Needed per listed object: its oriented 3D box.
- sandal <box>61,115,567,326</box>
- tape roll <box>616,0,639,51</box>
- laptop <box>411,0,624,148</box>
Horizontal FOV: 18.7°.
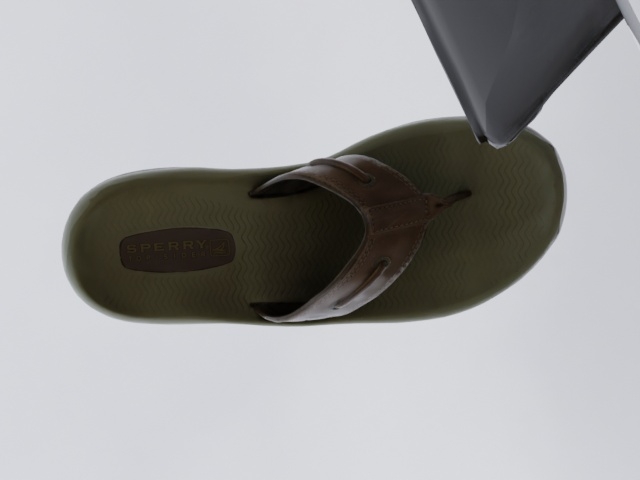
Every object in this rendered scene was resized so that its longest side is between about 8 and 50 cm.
[{"bbox_3d":[-0.001,0.002,1.144,0.303,0.086,0.120,-10,-83,-2],"label":"sandal"},{"bbox_3d":[0.211,-0.121,0.532,0.286,0.286,0.100,-2,-124,-27],"label":"tape roll"},{"bbox_3d":[0.193,-0.295,0.739,0.408,0.236,0.382,-15,-122,-10],"label":"laptop"}]
